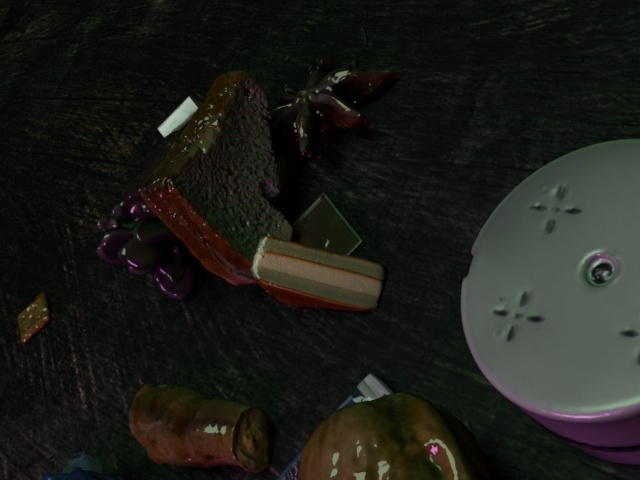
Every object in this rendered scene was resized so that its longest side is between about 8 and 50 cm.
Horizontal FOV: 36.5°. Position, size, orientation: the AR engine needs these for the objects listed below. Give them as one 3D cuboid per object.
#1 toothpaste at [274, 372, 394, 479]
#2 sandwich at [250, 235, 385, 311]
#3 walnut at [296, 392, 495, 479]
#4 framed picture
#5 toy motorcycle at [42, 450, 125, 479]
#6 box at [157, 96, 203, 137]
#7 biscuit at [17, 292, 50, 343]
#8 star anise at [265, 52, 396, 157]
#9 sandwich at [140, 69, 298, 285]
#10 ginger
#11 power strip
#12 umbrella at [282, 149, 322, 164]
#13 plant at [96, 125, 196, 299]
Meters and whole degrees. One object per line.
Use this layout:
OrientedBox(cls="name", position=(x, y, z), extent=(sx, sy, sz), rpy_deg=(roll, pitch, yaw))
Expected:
OrientedBox(cls="toothpaste", position=(-0.037, 0.343, 1.288), extent=(0.392, 0.061, 0.099), rpy_deg=(-49, 39, 2))
OrientedBox(cls="sandwich", position=(-0.004, 0.049, 1.413), extent=(0.163, 0.113, 0.079), rpy_deg=(3, 69, 38))
OrientedBox(cls="walnut", position=(0.093, 0.307, 1.071), extent=(0.283, 0.227, 0.283), rpy_deg=(180, 90, -68))
OrientedBox(cls="framed picture", position=(0.000, 0.000, 1.530), extent=(0.109, 0.011, 0.149), rpy_deg=(-45, 41, 8))
OrientedBox(cls="toy motorcycle", position=(-0.323, 0.452, 1.411), extent=(0.319, 0.182, 0.241), rpy_deg=(8, 104, 56))
OrientedBox(cls="box", position=(-0.225, -0.207, 1.774), extent=(0.084, 0.154, 0.040), rpy_deg=(-41, 73, 12))
OrientedBox(cls="biscuit", position=(-0.574, 0.155, 1.938), extent=(0.083, 0.018, 0.081), rpy_deg=(-41, 43, 13))
OrientedBox(cls="star anise", position=(-0.006, -0.226, 1.636), extent=(0.288, 0.088, 0.288), rpy_deg=(-26, 36, 21))
OrientedBox(cls="sandwich", position=(-0.131, -0.093, 1.543), extent=(0.099, 0.254, 0.288), rpy_deg=(-17, 38, 46))
OrientedBox(cls="ginger", position=(-0.188, 0.281, 1.439), extent=(0.263, 0.116, 0.109), rpy_deg=(4, 106, 38))
OrientedBox(cls="power strip", position=(0.343, 0.068, 1.060), extent=(0.357, 0.161, 0.358), rpy_deg=(-22, 50, 29))
OrientedBox(cls="umbrella", position=(-0.033, -0.145, 1.651), extent=(0.083, 0.031, 0.020), rpy_deg=(1, 31, 40))
OrientedBox(cls="plant", position=(-0.231, -0.047, 1.634), extent=(0.188, 0.199, 0.276), rpy_deg=(-2, 55, 46))
